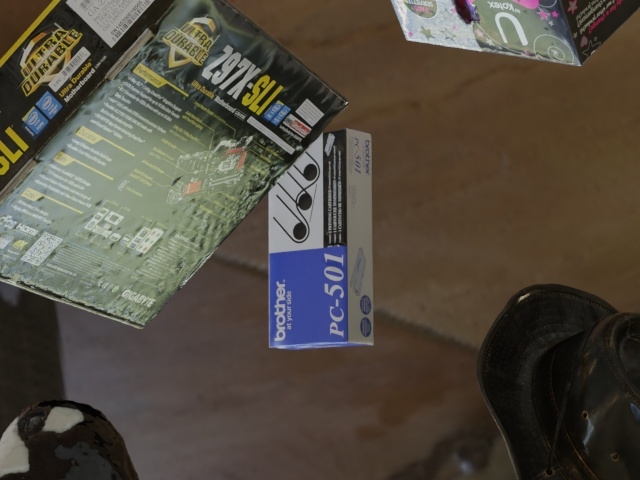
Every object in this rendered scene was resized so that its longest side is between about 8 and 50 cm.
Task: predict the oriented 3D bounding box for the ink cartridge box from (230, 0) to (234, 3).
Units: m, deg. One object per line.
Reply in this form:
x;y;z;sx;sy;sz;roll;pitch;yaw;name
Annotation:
-0.197;-0.229;2.023;0.176;0.128;0.127;15;133;-26;ink cartridge box

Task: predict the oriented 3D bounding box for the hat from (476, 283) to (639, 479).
0.307;0.167;1.694;0.331;0.331;0.134;20;141;-34;hat

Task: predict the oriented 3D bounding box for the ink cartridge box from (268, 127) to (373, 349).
0.000;0.000;1.749;0.097;0.207;0.046;-5;171;36;ink cartridge box

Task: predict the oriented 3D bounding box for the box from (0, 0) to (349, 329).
-0.136;-0.071;1.340;0.257;0.079;0.322;-49;158;5;box

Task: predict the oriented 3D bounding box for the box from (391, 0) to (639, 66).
0.199;-0.287;1.849;0.163;0.247;0.142;-44;126;-27;box

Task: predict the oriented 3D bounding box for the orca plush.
-0.117;0.178;0.915;0.102;0.287;0.151;-28;113;18;orca plush
